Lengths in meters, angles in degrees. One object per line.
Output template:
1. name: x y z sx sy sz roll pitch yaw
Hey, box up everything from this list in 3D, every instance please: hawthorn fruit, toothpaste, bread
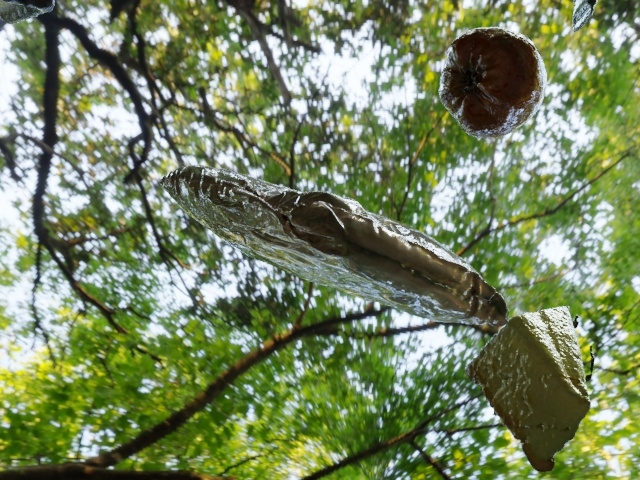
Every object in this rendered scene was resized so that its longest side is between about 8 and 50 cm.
1. hawthorn fruit: 0.197 -0.181 1.012 0.125 0.140 0.125 6 -69 17
2. toothpaste: 0.325 -0.344 1.063 0.032 0.049 0.204 15 -110 -6
3. bread: 0.181 0.110 0.684 0.080 0.084 0.109 -1 -136 -37

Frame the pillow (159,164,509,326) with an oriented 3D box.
1. pillow: 0.000 0.000 0.690 0.173 0.270 0.067 27 -95 -34

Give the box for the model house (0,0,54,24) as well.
1. model house: -0.394 -0.343 0.855 0.280 0.312 0.245 5 -92 8
